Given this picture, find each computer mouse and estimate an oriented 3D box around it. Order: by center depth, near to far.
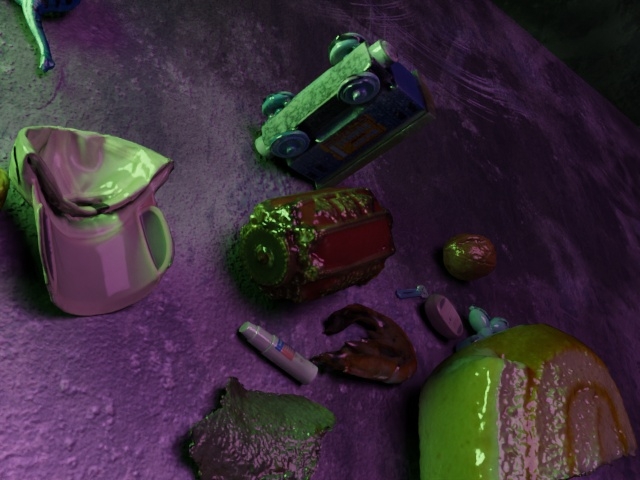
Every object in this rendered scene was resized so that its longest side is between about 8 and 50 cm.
[{"bbox_3d":[0.231,0.147,1.380,0.096,0.039,0.066,55,36,-10],"label":"computer mouse"}]

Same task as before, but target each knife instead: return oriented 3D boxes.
[{"bbox_3d":[0.177,0.099,1.383,0.096,0.010,0.027,-1,61,-48],"label":"knife"}]

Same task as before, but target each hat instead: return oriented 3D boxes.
[{"bbox_3d":[-0.300,-0.026,0.920,0.219,0.164,0.226,2,98,-51],"label":"hat"}]

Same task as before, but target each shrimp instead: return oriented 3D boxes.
[{"bbox_3d":[0.073,0.159,1.182,0.254,0.059,0.145,17,46,-39],"label":"shrimp"}]

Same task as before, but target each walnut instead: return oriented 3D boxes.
[{"bbox_3d":[0.310,0.033,1.513,0.124,0.105,0.105,14,49,-21],"label":"walnut"}]

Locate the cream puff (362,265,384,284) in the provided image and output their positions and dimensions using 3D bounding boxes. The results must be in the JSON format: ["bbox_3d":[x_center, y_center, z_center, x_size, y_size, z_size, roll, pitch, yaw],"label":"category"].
[{"bbox_3d":[0.089,0.036,1.294,0.083,0.058,0.083,28,47,-62],"label":"cream puff"}]

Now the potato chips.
[{"bbox_3d":[-0.070,0.249,0.954,0.167,0.059,0.228,41,36,1],"label":"potato chips"}]

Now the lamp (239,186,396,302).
[{"bbox_3d":[0.000,0.000,1.137,0.274,0.177,0.177,-12,70,-51],"label":"lamp"}]

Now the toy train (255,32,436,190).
[{"bbox_3d":[0.038,-0.223,1.267,0.202,0.299,0.131,25,43,-44],"label":"toy train"}]

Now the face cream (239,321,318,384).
[{"bbox_3d":[-0.062,0.162,1.052,0.130,0.034,0.034,39,38,-17],"label":"face cream"}]

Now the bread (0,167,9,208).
[{"bbox_3d":[-0.409,-0.066,0.854,0.083,0.046,0.081,-11,63,-49],"label":"bread"}]

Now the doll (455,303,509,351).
[{"bbox_3d":[0.330,0.205,1.423,0.159,0.059,0.158,56,38,6],"label":"doll"}]

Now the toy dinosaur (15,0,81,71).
[{"bbox_3d":[-0.417,-0.400,1.100,0.144,0.076,0.329,37,41,-31],"label":"toy dinosaur"}]

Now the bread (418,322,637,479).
[{"bbox_3d":[0.300,0.281,1.167,0.395,0.239,0.264,4,62,-42],"label":"bread"}]
